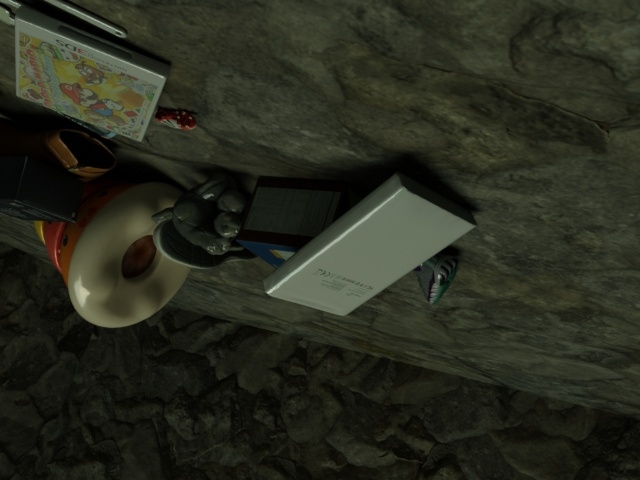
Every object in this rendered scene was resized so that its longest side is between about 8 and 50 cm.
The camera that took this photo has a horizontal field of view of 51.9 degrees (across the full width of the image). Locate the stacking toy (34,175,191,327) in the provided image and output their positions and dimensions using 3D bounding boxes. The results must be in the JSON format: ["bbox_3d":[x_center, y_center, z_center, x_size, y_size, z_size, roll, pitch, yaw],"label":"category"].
[{"bbox_3d":[-0.557,-0.043,1.547,0.479,0.351,0.350,27,170,28],"label":"stacking toy"}]

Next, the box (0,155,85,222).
[{"bbox_3d":[-0.588,-0.101,1.307,0.158,0.093,0.156,4,168,25],"label":"box"}]

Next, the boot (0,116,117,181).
[{"bbox_3d":[-0.567,-0.186,1.314,0.283,0.109,0.220,28,163,-37],"label":"boot"}]

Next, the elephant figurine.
[{"bbox_3d":[-0.181,-0.037,1.356,0.186,0.169,0.239,43,-172,17],"label":"elephant figurine"}]

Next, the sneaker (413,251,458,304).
[{"bbox_3d":[0.230,0.061,1.386,0.098,0.083,0.224,35,164,17],"label":"sneaker"}]

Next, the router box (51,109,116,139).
[{"bbox_3d":[-0.400,-0.226,1.136,0.122,0.038,0.092,27,161,-29],"label":"router box"}]

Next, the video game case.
[{"bbox_3d":[-0.348,-0.237,0.985,0.206,0.026,0.227,19,158,-18],"label":"video game case"}]

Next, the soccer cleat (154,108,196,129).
[{"bbox_3d":[-0.234,-0.197,1.078,0.083,0.029,0.035,14,173,23],"label":"soccer cleat"}]

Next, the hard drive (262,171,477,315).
[{"bbox_3d":[0.080,0.020,1.091,0.203,0.040,0.307,21,131,-42],"label":"hard drive"}]

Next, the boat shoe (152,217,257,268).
[{"bbox_3d":[-0.259,0.003,1.467,0.103,0.118,0.320,-5,179,31],"label":"boat shoe"}]

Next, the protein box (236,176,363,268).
[{"bbox_3d":[-0.010,-0.012,1.247,0.201,0.136,0.200,7,160,33],"label":"protein box"}]

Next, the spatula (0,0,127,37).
[{"bbox_3d":[-0.386,-0.307,0.891,0.242,0.019,0.168,24,162,-19],"label":"spatula"}]
